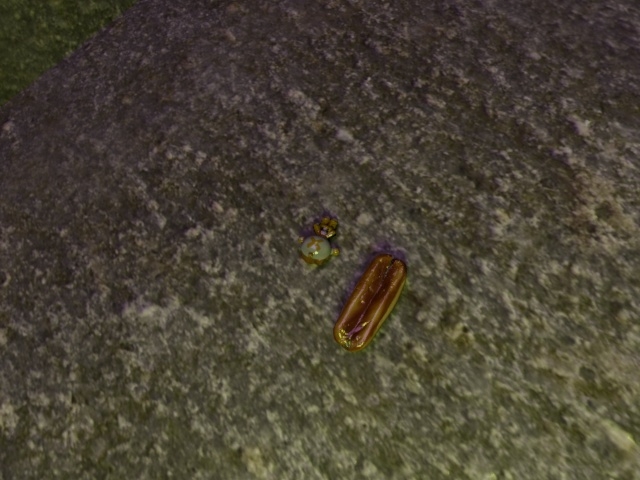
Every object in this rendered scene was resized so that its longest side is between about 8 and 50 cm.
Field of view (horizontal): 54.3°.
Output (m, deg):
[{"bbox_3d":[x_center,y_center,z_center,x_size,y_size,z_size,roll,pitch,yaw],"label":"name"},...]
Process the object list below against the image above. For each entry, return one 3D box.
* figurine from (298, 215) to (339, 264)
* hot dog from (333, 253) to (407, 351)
[{"bbox_3d":[0.005,0.001,1.551,0.143,0.068,0.101,-37,63,-27],"label":"figurine"},{"bbox_3d":[0.118,0.142,1.429,0.100,0.068,0.249,29,73,15],"label":"hot dog"}]
